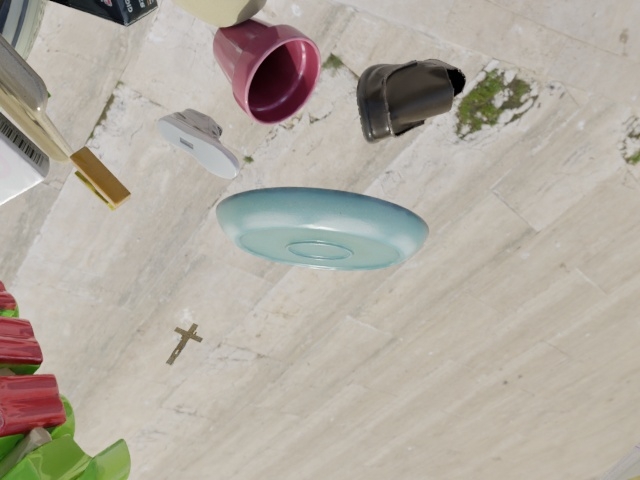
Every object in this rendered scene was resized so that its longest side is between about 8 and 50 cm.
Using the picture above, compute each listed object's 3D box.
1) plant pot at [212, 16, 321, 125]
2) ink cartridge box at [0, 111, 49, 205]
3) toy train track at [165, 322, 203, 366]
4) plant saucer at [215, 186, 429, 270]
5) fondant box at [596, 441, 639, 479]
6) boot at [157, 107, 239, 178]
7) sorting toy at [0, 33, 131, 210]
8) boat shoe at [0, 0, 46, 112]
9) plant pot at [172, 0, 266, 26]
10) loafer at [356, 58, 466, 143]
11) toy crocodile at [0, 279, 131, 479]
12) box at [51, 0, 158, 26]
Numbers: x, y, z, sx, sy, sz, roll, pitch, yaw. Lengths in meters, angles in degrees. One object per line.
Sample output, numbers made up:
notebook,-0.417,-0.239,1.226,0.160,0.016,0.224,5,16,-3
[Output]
plant pot,-0.129,-0.382,0.882,0.201,0.180,0.201,-36,156,-19
ink cartridge box,-0.449,-0.087,0.418,0.232,0.066,0.189,-32,134,-2
toy train track,-0.221,0.168,0.656,0.048,0.083,0.014,24,128,1
plant saucer,0.000,0.000,0.618,0.317,0.044,0.317,5,166,1
fondant box,0.323,0.292,0.242,0.238,0.330,0.096,-41,168,-1
boot,-0.291,-0.269,1.078,0.258,0.123,0.095,35,139,8
sorting toy,-0.315,-0.157,0.437,0.041,0.229,0.307,-46,106,-22
boat shoe,-0.552,-0.243,0.603,0.156,0.187,0.500,27,95,-38
plant pot,-0.199,-0.538,0.786,0.284,0.284,0.191,-22,141,2
loafer,0.113,-0.176,0.476,0.078,0.220,0.080,4,123,35
toy crocodile,-0.289,0.097,0.340,0.105,0.340,0.115,-47,158,1
box,-0.257,-0.329,0.361,0.175,0.051,0.220,25,147,16
